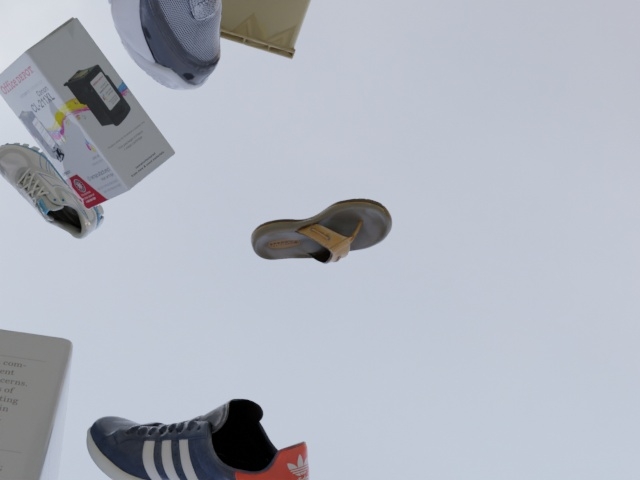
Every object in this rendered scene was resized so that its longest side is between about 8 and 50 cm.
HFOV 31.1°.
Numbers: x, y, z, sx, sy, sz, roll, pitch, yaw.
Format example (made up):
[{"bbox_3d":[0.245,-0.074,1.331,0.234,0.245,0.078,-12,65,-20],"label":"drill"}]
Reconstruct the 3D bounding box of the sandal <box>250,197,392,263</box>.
[{"bbox_3d":[0.000,0.000,1.352,0.180,0.072,0.049,-11,-140,18],"label":"sandal"}]

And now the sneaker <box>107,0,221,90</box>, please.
[{"bbox_3d":[-0.066,-0.215,0.777,0.153,0.268,0.101,9,-140,18],"label":"sneaker"}]

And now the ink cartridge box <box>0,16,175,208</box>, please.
[{"bbox_3d":[-0.254,-0.131,1.218,0.072,0.175,0.127,-43,-165,-29],"label":"ink cartridge box"}]

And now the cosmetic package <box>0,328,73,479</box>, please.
[{"bbox_3d":[-0.525,0.346,1.497,0.329,0.327,0.393,10,-142,-7],"label":"cosmetic package"}]

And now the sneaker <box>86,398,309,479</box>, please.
[{"bbox_3d":[-0.152,0.257,1.462,0.350,0.148,0.131,16,-167,31],"label":"sneaker"}]

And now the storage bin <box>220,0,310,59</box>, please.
[{"bbox_3d":[-0.120,-0.392,1.435,0.260,0.262,0.123,12,-163,-31],"label":"storage bin"}]

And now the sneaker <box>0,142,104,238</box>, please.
[{"bbox_3d":[-0.405,-0.071,1.694,0.191,0.071,0.083,37,-160,-11],"label":"sneaker"}]
